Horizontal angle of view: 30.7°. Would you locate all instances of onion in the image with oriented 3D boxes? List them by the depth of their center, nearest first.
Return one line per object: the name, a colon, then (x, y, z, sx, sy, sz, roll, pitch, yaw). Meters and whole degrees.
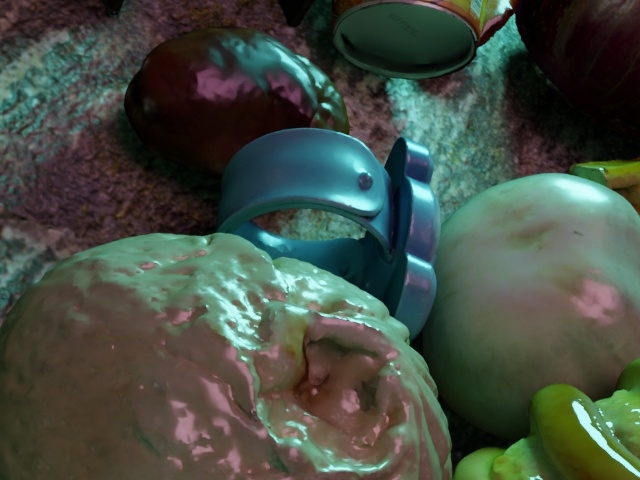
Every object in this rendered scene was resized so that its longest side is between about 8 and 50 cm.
onion: (0.446, -0.311, 1.437, 0.348, 0.385, 0.347, 30, 29, -19)

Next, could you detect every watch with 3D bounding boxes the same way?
watch: (0.000, 0.000, 1.039, 0.193, 0.211, 0.210, 12, 50, -9)

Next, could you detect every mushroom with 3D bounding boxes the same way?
mushroom: (0.215, 0.075, 1.120, 0.260, 0.234, 0.254, -44, 50, -11)

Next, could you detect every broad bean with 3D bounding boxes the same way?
broad bean: (-0.072, -0.124, 1.111, 0.229, 0.122, 0.156, 11, 52, -23)

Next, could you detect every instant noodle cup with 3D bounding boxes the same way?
instant noodle cup: (0.102, -0.292, 1.300, 0.213, 0.213, 0.174, 17, 67, -24)

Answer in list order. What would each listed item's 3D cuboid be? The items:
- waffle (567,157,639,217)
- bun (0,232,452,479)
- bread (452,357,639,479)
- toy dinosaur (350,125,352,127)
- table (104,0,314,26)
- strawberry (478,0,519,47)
waffle: (0.379, 0.026, 1.290, 0.221, 0.055, 0.247, -9, 86, -41)
bun: (-0.065, 0.137, 0.837, 0.352, 0.227, 0.349, 45, 46, 6)
bread: (0.237, 0.212, 0.874, 0.270, 0.211, 0.315, -7, 20, -6)
toy dinosaur: (-0.009, -0.129, 1.223, 0.083, 0.030, 0.047, 33, 43, -11)
table: (-0.126, -0.400, 1.237, 0.251, 0.196, 0.282, -3, 60, -38)
strawberry: (0.178, -0.287, 1.434, 0.147, 0.082, 0.187, 4, 55, 14)
